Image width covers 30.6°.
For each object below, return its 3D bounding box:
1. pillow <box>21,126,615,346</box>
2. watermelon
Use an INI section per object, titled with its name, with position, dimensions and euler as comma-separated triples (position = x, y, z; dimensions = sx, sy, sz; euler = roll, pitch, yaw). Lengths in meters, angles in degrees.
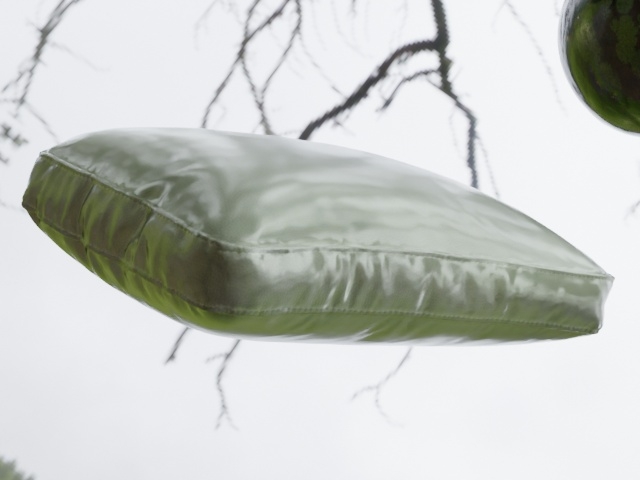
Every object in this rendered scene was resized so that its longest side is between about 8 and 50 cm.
[pillow]
position = 0.000, 0.000, 0.750
dimensions = 0.322, 0.120, 0.255
euler = 6, 10, -40
[watermelon]
position = 0.445, -0.267, 1.492
dimensions = 0.285, 0.285, 0.285
euler = 31, -20, 13
